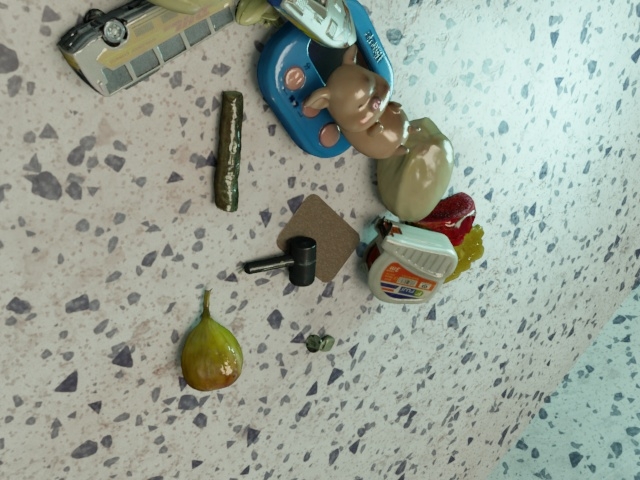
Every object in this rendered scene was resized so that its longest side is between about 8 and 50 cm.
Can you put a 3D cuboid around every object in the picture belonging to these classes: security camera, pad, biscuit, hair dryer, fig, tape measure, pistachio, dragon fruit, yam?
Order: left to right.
[{"bbox_3d":[-0.270,0.245,1.580,0.159,0.159,0.257,-7,98,-37],"label":"fig"},{"bbox_3d":[-0.207,-0.200,1.446,0.061,0.061,0.274,-8,116,-36],"label":"yam"},{"bbox_3d":[-0.112,0.069,1.655,0.219,0.071,0.124,-9,119,-27],"label":"hair dryer"},{"bbox_3d":[0.000,0.000,1.752,0.176,0.002,0.266,-53,134,-4],"label":"pad"},{"bbox_3d":[0.004,0.307,1.885,0.092,0.058,0.058,19,99,-56],"label":"security camera"},{"bbox_3d":[0.247,0.063,1.855,0.258,0.130,0.265,12,126,-23],"label":"tape measure"},{"bbox_3d":[0.255,-0.183,1.746,0.226,0.208,0.331,-64,162,-48],"label":"pistachio"},{"bbox_3d":[0.382,-0.044,1.958,0.262,0.189,0.163,-22,93,-25],"label":"dragon fruit"},{"bbox_3d":[0.468,0.045,2.132,0.238,0.041,0.212,-51,139,-7],"label":"biscuit"}]

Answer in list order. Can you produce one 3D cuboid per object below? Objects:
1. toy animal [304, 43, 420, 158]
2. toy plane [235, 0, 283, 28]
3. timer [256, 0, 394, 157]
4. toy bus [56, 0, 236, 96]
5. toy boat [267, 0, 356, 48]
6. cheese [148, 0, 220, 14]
[{"bbox_3d":[0.102,-0.293,1.430,0.250,0.154,0.166,45,61,-35],"label":"toy animal"},{"bbox_3d":[-0.100,-0.512,1.303,0.229,0.092,0.244,93,16,-54],"label":"toy plane"},{"bbox_3d":[0.016,-0.382,1.497,0.309,0.115,0.340,-46,133,-10],"label":"timer"},{"bbox_3d":[-0.325,-0.409,1.222,0.342,0.097,0.138,-39,138,-19],"label":"toy bus"},{"bbox_3d":[0.002,-0.473,1.294,0.295,0.088,0.129,18,83,-59],"label":"toy boat"},{"bbox_3d":[-0.242,-0.529,1.126,0.233,0.127,0.266,14,65,-13],"label":"cheese"}]
